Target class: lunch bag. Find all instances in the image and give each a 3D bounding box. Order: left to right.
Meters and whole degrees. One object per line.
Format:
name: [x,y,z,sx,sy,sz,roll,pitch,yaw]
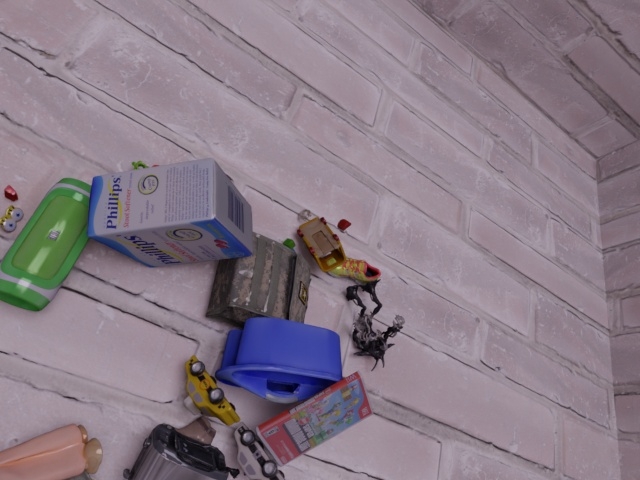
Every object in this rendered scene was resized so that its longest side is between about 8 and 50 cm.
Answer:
lunch bag: [-0.143,0.136,1.240,0.287,0.169,0.235,26,55,-31]

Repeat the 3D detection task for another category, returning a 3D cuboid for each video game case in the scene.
video game case: [-0.005,0.460,1.131,0.285,0.204,0.025,-26,42,-10]

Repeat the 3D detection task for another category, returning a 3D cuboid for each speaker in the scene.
speaker: [-0.612,0.005,1.007,0.131,0.131,0.296,28,58,-21]

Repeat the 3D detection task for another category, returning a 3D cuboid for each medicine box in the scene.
medicine box: [-0.337,-0.051,1.049,0.290,0.263,0.149,-8,70,8]

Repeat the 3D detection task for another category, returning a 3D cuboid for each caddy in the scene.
caddy: [-0.098,0.328,1.144,0.342,0.241,0.179,18,56,-27]

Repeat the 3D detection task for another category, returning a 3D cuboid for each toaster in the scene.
toaster: [-0.311,0.523,0.975,0.227,0.129,0.146,36,83,-21]

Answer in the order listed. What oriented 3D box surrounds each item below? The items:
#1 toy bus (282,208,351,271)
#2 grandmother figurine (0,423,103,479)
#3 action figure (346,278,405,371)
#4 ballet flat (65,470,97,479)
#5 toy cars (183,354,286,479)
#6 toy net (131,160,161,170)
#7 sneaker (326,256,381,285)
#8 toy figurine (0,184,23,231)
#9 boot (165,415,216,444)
toy bus: [0.000,0.009,1.412,0.202,0.191,0.104,-64,147,-36]
grandmother figurine: [-0.602,0.425,0.800,0.342,0.208,0.103,4,86,-52]
action figure: [0.168,0.268,1.403,0.164,0.141,0.275,-8,75,-25]
ballet flat: [-0.459,0.567,0.920,0.213,0.072,0.068,59,22,-3]
toy cars: [-0.219,0.458,1.063,0.087,0.176,0.393,-36,93,-20]
toy net: [-0.422,-0.135,1.240,0.232,0.045,0.122,18,61,-28]
sneaker: [0.111,0.088,1.467,0.209,0.094,0.081,19,64,-25]
toy figurine: [-0.770,-0.031,0.859,0.191,0.217,0.362,37,55,-16]
boot: [-0.314,0.462,1.075,0.118,0.042,0.087,51,46,-7]
